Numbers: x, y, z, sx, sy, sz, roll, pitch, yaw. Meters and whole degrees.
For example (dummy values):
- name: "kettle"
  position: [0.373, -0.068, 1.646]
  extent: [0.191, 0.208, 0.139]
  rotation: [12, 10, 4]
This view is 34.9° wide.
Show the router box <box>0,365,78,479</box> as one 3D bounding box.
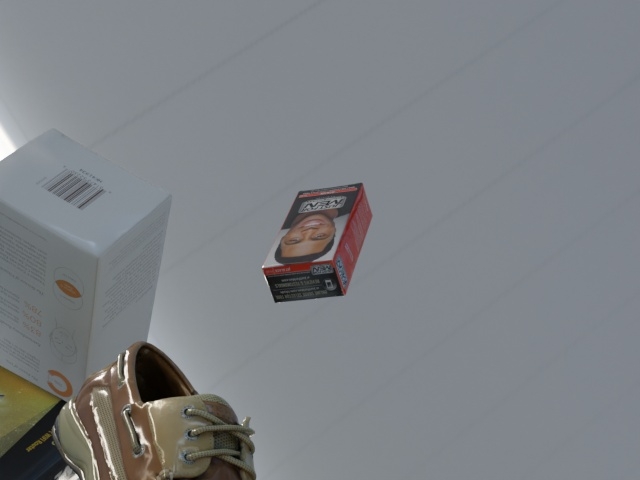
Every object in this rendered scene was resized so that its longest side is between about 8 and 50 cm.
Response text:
- name: "router box"
  position: [-0.444, 0.254, 1.209]
  extent: [0.081, 0.243, 0.309]
  rotation: [-68, -11, 21]

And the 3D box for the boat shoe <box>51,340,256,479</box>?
- name: "boat shoe"
  position: [-0.111, 0.172, 0.782]
  extent: [0.122, 0.324, 0.120]
  rotation: [33, -89, -38]

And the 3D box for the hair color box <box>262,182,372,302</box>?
- name: "hair color box"
  position: [0.000, 0.000, 0.974]
  extent: [0.072, 0.141, 0.043]
  rotation: [-8, -59, 19]

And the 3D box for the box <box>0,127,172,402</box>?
- name: "box"
  position: [-0.365, 0.052, 1.463]
  extent: [0.168, 0.215, 0.345]
  rotation: [-48, -18, -46]
